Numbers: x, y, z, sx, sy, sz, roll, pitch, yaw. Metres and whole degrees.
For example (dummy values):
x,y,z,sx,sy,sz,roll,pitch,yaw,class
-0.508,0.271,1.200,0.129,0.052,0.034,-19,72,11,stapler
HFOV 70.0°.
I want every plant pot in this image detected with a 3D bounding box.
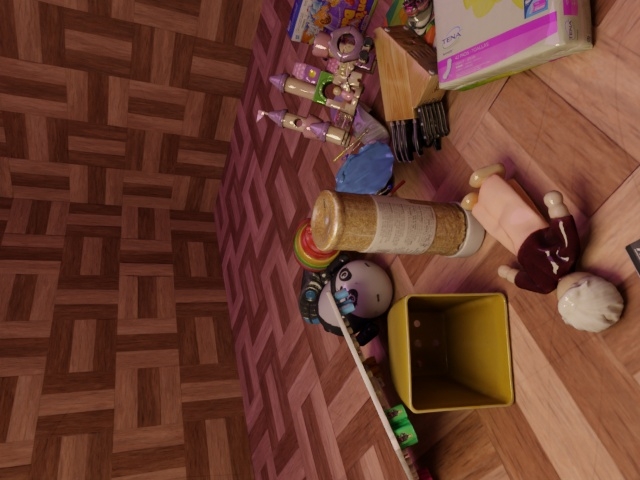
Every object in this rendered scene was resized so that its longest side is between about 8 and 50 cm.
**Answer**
x,y,z,sx,sy,sz,roll,pitch,yaw,class
0.240,0.219,0.939,0.187,0.212,0.212,144,125,-74,plant pot

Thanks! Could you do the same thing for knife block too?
x,y,z,sx,sy,sz,roll,pitch,yaw,class
0.201,-0.337,1.097,0.276,0.088,0.242,54,145,23,knife block

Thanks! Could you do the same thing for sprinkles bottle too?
x,y,z,sx,sy,sz,roll,pitch,yaw,class
0.162,-0.030,0.930,0.121,0.355,0.121,-177,90,-65,sprinkles bottle

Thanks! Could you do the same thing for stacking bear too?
x,y,z,sx,sy,sz,roll,pitch,yaw,class
0.000,0.000,1.368,0.164,0.175,0.289,-62,0,-12,stacking bear

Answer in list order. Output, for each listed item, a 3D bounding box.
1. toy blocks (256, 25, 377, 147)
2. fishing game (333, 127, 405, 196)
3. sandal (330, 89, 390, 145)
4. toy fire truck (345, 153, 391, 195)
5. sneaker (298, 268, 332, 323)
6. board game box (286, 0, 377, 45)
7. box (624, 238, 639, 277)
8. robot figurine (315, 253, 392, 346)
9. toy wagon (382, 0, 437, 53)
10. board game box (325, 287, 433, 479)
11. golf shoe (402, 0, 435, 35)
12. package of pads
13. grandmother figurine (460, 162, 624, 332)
x,y,z,sx,sy,sz,roll,pitch,yaw,class
-0.017,-0.413,1.213,0.309,0.259,0.289,-54,-15,-75,toy blocks
0.117,-0.170,1.192,0.189,0.041,0.264,-44,43,16,fishing game
0.129,-0.355,1.391,0.265,0.076,0.102,50,124,28,sandal
0.104,-0.108,1.355,0.246,0.158,0.217,105,163,-66,toy fire truck
-0.004,0.125,1.615,0.140,0.124,0.341,-70,-15,-78,sneaker
0.060,-0.767,1.389,0.078,0.233,0.347,-109,32,-40,board game box
0.512,0.075,0.507,0.216,0.060,0.270,129,137,-51,box
0.086,0.169,1.294,0.174,0.209,0.278,-56,3,-38,robot figurine
0.232,-0.554,1.184,0.267,0.068,0.345,135,133,-55,toy wagon
0.143,0.353,1.054,0.390,0.050,0.390,-116,2,-47,board game box
0.251,-0.540,1.010,0.067,0.086,0.186,29,77,42,golf shoe
0.338,-0.429,0.850,0.296,0.101,0.229,3,99,61,package of pads
0.374,0.006,0.785,0.208,0.103,0.342,83,167,-49,grandmother figurine
